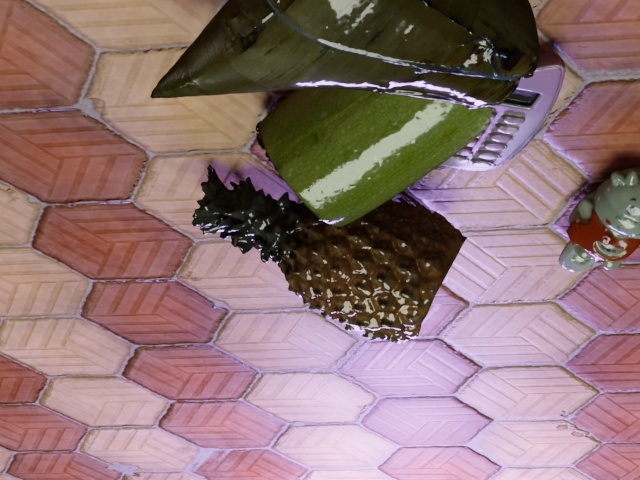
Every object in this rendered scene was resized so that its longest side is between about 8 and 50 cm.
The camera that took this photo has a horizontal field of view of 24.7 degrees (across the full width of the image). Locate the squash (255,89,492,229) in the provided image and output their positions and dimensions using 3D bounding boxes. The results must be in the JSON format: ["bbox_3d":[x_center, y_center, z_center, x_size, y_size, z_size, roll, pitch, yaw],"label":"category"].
[{"bbox_3d":[0.071,-0.150,1.811,0.260,0.189,0.189,-38,135,17],"label":"squash"}]

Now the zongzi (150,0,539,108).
[{"bbox_3d":[0.029,-0.199,1.609,0.323,0.160,0.360,30,128,-27],"label":"zongzi"}]

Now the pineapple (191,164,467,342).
[{"bbox_3d":[0.000,0.000,1.992,0.362,0.202,0.202,24,146,-8],"label":"pineapple"}]

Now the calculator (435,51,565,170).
[{"bbox_3d":[0.182,-0.165,1.821,0.194,0.043,0.294,8,153,-11],"label":"calculator"}]

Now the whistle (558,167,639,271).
[{"bbox_3d":[0.395,-0.024,1.983,0.102,0.106,0.253,47,146,7],"label":"whistle"}]
